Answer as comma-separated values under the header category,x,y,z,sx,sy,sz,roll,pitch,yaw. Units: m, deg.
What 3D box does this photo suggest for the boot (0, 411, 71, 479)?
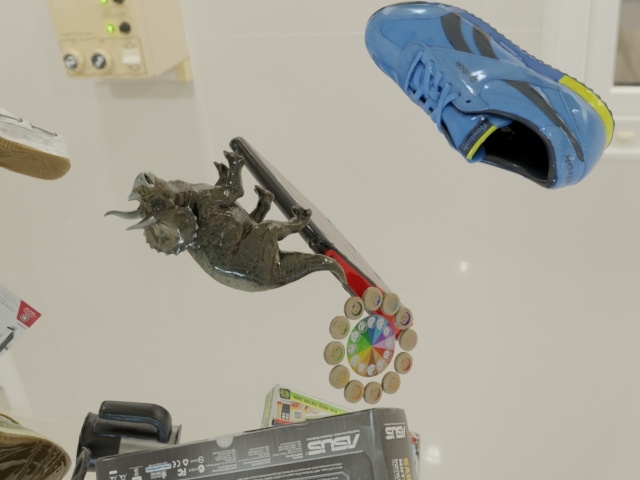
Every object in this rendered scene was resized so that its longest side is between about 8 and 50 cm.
category,x,y,z,sx,sy,sz,roll,pitch,yaw
boot,-0.360,0.179,0.741,0.165,0.213,0.077,33,80,33

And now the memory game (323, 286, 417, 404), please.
category,x,y,z,sx,sy,sz,roll,pitch,yaw
memory game,0.082,0.167,1.147,0.186,0.186,0.012,-25,17,-32

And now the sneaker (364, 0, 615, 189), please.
category,x,y,z,sx,sy,sz,roll,pitch,yaw
sneaker,0.102,-0.106,0.522,0.209,0.069,0.082,37,52,24

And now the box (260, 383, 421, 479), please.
category,x,y,z,sx,sy,sz,roll,pitch,yaw
box,0.025,0.262,0.894,0.206,0.036,0.114,22,45,-15

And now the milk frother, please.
category,x,y,z,sx,sy,sz,roll,pitch,yaw
milk frother,-0.267,0.302,1.002,0.134,0.129,0.143,8,51,-6

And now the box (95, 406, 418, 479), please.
category,x,y,z,sx,sy,sz,roll,pitch,yaw
box,-0.041,0.222,0.496,0.230,0.183,0.056,-17,-18,22

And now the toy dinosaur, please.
category,x,y,z,sx,sy,sz,roll,pitch,yaw
toy dinosaur,-0.111,-0.007,0.939,0.121,0.313,0.160,3,59,59

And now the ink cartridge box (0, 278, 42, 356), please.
category,x,y,z,sx,sy,sz,roll,pitch,yaw
ink cartridge box,-0.577,0.145,1.286,0.135,0.099,0.056,-48,37,-10

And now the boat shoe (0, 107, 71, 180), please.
category,x,y,z,sx,sy,sz,roll,pitch,yaw
boat shoe,-0.580,-0.190,1.300,0.098,0.277,0.096,-35,54,29

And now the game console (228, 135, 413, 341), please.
category,x,y,z,sx,sy,sz,roll,pitch,yaw
game console,0.000,0.000,1.336,0.060,0.342,0.386,-44,47,4
